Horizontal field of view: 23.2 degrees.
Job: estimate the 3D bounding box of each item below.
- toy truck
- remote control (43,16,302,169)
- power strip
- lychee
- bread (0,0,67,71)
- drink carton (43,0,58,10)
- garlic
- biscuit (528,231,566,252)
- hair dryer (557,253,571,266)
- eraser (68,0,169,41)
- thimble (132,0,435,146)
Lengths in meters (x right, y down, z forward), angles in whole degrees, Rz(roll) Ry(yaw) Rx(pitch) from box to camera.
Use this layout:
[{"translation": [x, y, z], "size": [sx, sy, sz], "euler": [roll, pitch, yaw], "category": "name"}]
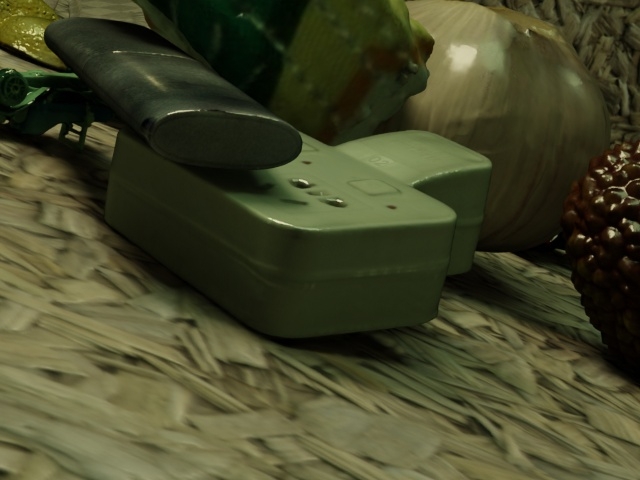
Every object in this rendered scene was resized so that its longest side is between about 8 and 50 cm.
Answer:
[{"translation": [-0.238, -0.116, 1.331], "size": [0.154, 0.078, 0.080], "euler": [-4, 18, -42], "category": "toy truck"}, {"translation": [-0.123, -0.117, 1.170], "size": [0.107, 0.044, 0.377], "euler": [8, 13, -23], "category": "remote control"}, {"translation": [0.000, 0.000, 1.142], "size": [0.261, 0.141, 0.229], "euler": [-5, 25, -40], "category": "power strip"}, {"translation": [0.341, 0.021, 1.395], "size": [0.271, 0.236, 0.236], "euler": [26, 9, -10], "category": "lychee"}, {"translation": [-0.349, -0.251, 1.802], "size": [0.187, 0.065, 0.149], "euler": [18, 16, -39], "category": "bread"}, {"translation": [-0.466, -0.413, 2.301], "size": [0.134, 0.102, 0.222], "euler": [15, 11, -28], "category": "drink carton"}, {"translation": [0.146, -0.104, 1.538], "size": [0.317, 0.259, 0.317], "euler": [24, 13, -6], "category": "garlic"}, {"translation": [0.279, -0.018, 1.931], "size": [0.151, 0.063, 0.235], "euler": [5, 2, 38], "category": "biscuit"}, {"translation": [0.408, 0.057, 1.909], "size": [0.237, 0.075, 0.206], "euler": [17, 1, 17], "category": "hair dryer"}, {"translation": [-0.175, -0.211, 1.737], "size": [0.213, 0.082, 0.397], "euler": [0, 14, -9], "category": "eraser"}, {"translation": [-0.045, -0.200, 1.331], "size": [0.288, 0.167, 0.254], "euler": [47, -3, 3], "category": "thimble"}]
